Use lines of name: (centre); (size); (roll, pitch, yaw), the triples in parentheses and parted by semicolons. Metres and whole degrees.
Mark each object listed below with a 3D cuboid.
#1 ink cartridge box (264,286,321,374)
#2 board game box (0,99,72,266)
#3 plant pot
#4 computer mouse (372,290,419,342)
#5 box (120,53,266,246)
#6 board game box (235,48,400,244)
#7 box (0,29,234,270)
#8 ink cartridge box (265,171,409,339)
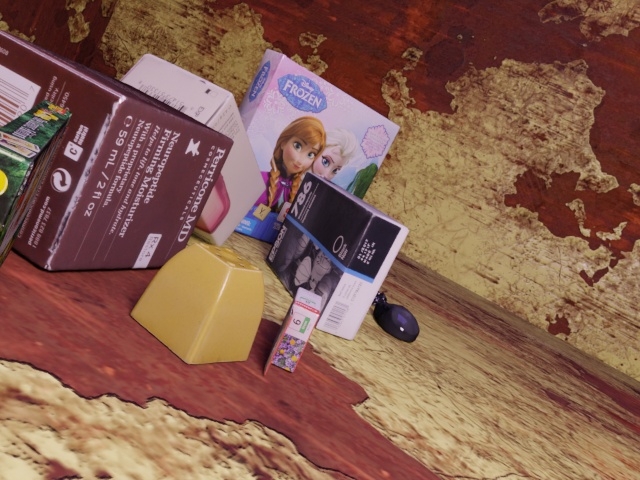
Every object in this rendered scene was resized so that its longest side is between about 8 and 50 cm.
ink cartridge box: (-0.024, 0.089, 0.595); (0.029, 0.063, 0.115); (24, 8, -2)
board game box: (-0.209, -0.016, 0.400); (0.030, 0.136, 0.260); (28, 7, -23)
plant pot: (-0.097, 0.049, 0.538); (0.081, 0.083, 0.081); (31, 9, 29)
computer mouse: (0.117, 0.111, 1.038); (0.071, 0.041, 0.242); (25, 7, -11)
box: (-0.188, -0.116, 0.862); (0.148, 0.127, 0.232); (28, -20, 19)
board game box: (-0.037, -0.142, 1.176); (0.319, 0.318, 0.066); (20, 10, -41)
box: (-0.230, -0.080, 0.631); (0.167, 0.168, 0.203); (28, 8, 18)
ink cartridge box: (0.000, 0.000, 0.913); (0.065, 0.165, 0.333); (22, 8, -23)
